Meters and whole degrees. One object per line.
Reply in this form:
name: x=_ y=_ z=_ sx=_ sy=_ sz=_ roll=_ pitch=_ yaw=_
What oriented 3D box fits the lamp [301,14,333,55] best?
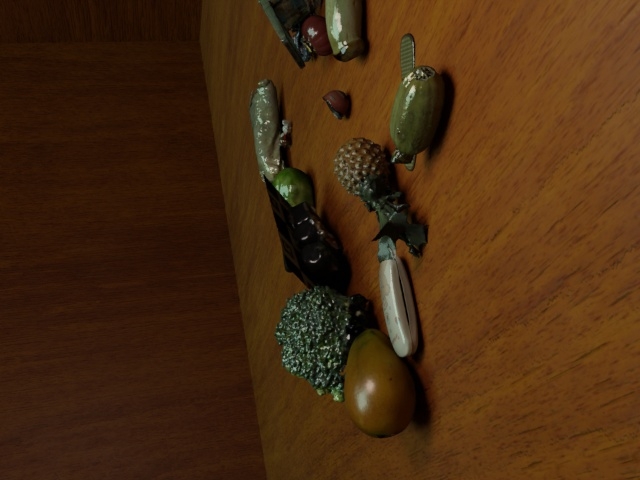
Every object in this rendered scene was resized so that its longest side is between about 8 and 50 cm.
lamp: x=0.000 y=-0.486 z=1.690 sx=0.101 sy=0.090 sz=0.101 roll=49 pitch=175 yaw=6

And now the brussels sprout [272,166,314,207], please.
brussels sprout: x=-0.084 y=-0.138 z=2.065 sx=0.155 sy=0.118 sz=0.155 roll=-176 pitch=90 yaw=-70

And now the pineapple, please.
pineapple: x=0.109 y=-0.079 z=1.385 sx=0.130 sy=0.119 sz=0.277 roll=-61 pitch=35 yaw=32

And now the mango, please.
mango: x=0.116 y=0.294 z=1.438 sx=0.254 sy=0.139 sz=0.175 roll=-94 pitch=11 yaw=-70

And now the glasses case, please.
glasses case: x=0.153 y=0.128 z=1.403 sx=0.081 sy=0.051 sz=0.204 roll=126 pitch=137 yaw=-66

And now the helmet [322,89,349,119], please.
helmet: x=0.043 y=-0.323 z=1.664 sx=0.065 sy=0.049 sz=0.084 roll=47 pitch=-177 yaw=14

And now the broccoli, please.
broccoli: x=0.037 y=0.238 z=1.650 sx=0.263 sy=0.247 sz=0.243 roll=50 pitch=-178 yaw=29

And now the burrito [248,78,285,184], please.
burrito: x=-0.173 y=-0.339 z=2.352 sx=0.175 sy=0.107 sz=0.347 roll=156 pitch=106 yaw=-73

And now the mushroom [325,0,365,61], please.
mushroom: x=0.048 y=-0.536 z=1.517 sx=0.100 sy=0.081 sz=0.312 roll=-179 pitch=86 yaw=-69

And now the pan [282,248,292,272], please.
pan: x=-0.096 y=0.074 z=2.330 sx=0.212 sy=0.040 sz=0.114 roll=-121 pitch=24 yaw=-59

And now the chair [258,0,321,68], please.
chair: x=-0.070 y=-0.583 z=1.752 sx=0.270 sy=0.147 sz=0.136 roll=59 pitch=-172 yaw=27

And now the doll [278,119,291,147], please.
doll: x=-0.109 y=-0.336 z=2.246 sx=0.085 sy=0.040 sz=0.058 roll=109 pitch=162 yaw=-58

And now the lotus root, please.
lotus root: x=0.162 y=-0.207 z=1.205 sx=0.090 sy=0.077 sz=0.183 roll=-102 pitch=17 yaw=-48

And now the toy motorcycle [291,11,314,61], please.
toy motorcycle: x=-0.064 y=-0.580 z=1.913 sx=0.118 sy=0.084 sz=0.212 roll=175 pitch=85 yaw=-67

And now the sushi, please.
sushi: x=0.000 y=0.000 z=1.819 sx=0.296 sy=0.100 sz=0.373 roll=49 pitch=-164 yaw=-41

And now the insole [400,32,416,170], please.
insole: x=0.162 y=-0.256 z=1.330 sx=0.086 sy=0.005 sz=0.253 roll=-148 pitch=54 yaw=-71
